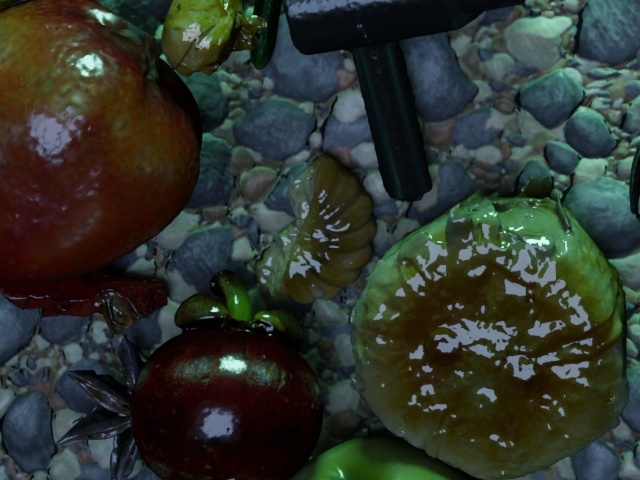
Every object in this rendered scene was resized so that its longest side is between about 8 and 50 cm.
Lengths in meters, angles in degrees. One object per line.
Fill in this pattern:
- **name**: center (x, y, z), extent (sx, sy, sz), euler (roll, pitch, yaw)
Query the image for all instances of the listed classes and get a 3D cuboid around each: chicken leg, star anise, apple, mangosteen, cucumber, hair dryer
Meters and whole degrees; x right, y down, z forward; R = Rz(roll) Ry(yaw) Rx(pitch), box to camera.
- **chicken leg**: center (-0.096, -0.265, 1.858), extent (0.101, 0.085, 0.207), euler (22, 80, -15)
- **star anise**: center (-0.218, 0.196, 2.089), extent (0.180, 0.061, 0.204), euler (3, 112, -7)
- **apple**: center (0.066, 0.360, 1.978), extent (0.279, 0.279, 0.279), euler (5, 111, 13)
- **mangosteen**: center (-0.102, 0.157, 1.966), extent (0.215, 0.215, 0.257), euler (-9, 63, 18)
- **cucumber**: center (-0.051, -0.268, 1.897), extent (0.033, 0.036, 0.184), euler (24, 116, 20)
- **hair dryer**: center (0.112, -0.181, 1.861), extent (0.244, 0.116, 0.302), euler (-6, 119, 17)

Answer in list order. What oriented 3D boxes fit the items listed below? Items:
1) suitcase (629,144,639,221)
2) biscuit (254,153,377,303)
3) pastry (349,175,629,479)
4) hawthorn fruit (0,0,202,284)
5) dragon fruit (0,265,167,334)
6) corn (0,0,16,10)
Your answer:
- **suitcase**: center (0.521, -0.038, 1.745), extent (0.434, 0.194, 0.283), euler (7, 111, 14)
- **biscuit**: center (0.000, 0.000, 1.968), extent (0.118, 0.061, 0.183), euler (26, 113, 3)
- **pastry**: center (0.181, 0.103, 1.914), extent (0.329, 0.136, 0.330), euler (5, 112, 12)
- **hawthorn fruit**: center (-0.266, -0.099, 1.884), extent (0.295, 0.295, 0.311), euler (19, 95, 7)
- **dragon fruit**: center (-0.268, 0.049, 2.067), extent (0.192, 0.122, 0.092), euler (12, 151, 7)
- **corn**: center (-0.400, -0.282, 1.920), extent (0.347, 0.130, 0.130), euler (-27, 101, 34)
